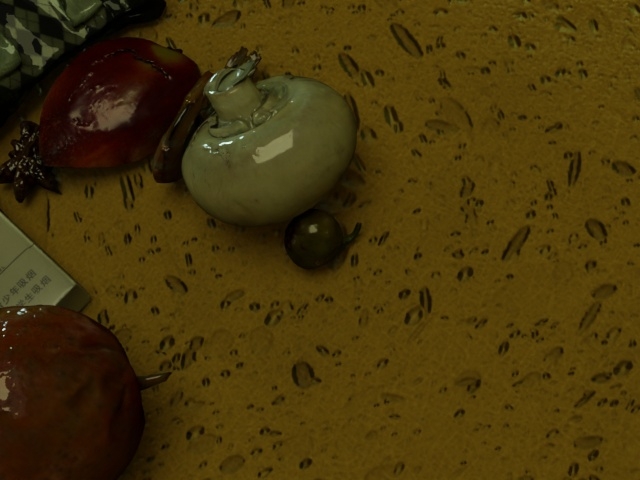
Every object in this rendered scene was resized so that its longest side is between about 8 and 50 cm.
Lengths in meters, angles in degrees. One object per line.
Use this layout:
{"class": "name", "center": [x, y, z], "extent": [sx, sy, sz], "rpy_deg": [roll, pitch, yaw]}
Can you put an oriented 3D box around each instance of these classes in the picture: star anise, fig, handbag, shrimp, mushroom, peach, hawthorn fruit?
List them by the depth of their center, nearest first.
{"class": "hawthorn fruit", "center": [-0.329, 0.204, 1.420], "extent": [0.298, 0.277, 0.277], "rpy_deg": [-19, 65, -7]}
{"class": "mushroom", "center": [-0.077, -0.138, 1.522], "extent": [0.246, 0.202, 0.246], "rpy_deg": [-26, 23, 12]}
{"class": "fig", "center": [0.000, 0.000, 1.537], "extent": [0.082, 0.098, 0.084], "rpy_deg": [44, 117, 60]}
{"class": "shrimp", "center": [-0.163, -0.183, 1.613], "extent": [0.068, 0.150, 0.249], "rpy_deg": [31, 62, 3]}
{"class": "peach", "center": [-0.298, -0.203, 1.646], "extent": [0.279, 0.068, 0.189], "rpy_deg": [-41, 78, -21]}
{"class": "star anise", "center": [-0.410, -0.145, 1.682], "extent": [0.097, 0.070, 0.191], "rpy_deg": [14, 69, 19]}
{"class": "handbag", "center": [-0.471, -0.352, 1.734], "extent": [0.416, 0.180, 0.317], "rpy_deg": [-42, 74, -13]}

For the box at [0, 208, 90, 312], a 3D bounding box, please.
{"class": "box", "center": [-0.468, 0.052, 1.607], "extent": [0.259, 0.071, 0.168], "rpy_deg": [40, 80, 23]}
